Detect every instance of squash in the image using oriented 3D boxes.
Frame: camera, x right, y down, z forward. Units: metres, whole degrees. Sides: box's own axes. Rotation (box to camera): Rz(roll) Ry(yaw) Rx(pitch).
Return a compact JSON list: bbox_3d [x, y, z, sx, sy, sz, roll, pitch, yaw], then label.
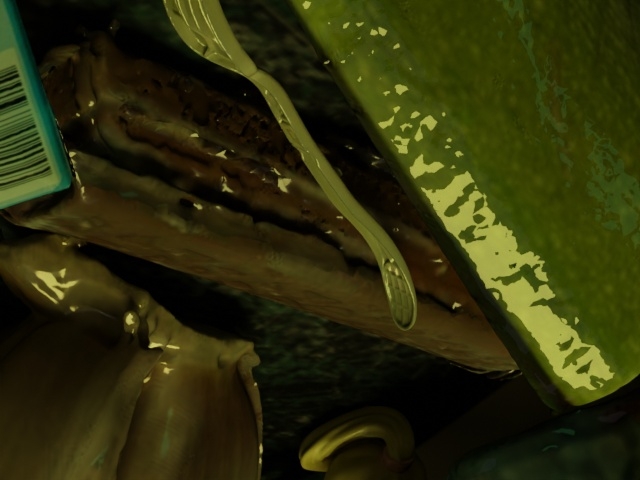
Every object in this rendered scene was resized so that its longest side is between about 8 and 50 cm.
[{"bbox_3d":[0.072,-0.086,0.561,0.093,0.169,0.252,-25,109,27],"label":"squash"}]

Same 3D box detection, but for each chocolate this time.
[{"bbox_3d":[0.003,0.004,0.657,0.329,0.065,0.102,22,140,-37],"label":"chocolate"}]

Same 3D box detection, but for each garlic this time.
[{"bbox_3d":[-0.117,0.142,0.718,0.210,0.292,0.237,15,-176,-17],"label":"garlic"}]

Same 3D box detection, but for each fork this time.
[{"bbox_3d":[-0.010,-0.036,0.568,0.034,0.028,0.219,19,150,42],"label":"fork"}]

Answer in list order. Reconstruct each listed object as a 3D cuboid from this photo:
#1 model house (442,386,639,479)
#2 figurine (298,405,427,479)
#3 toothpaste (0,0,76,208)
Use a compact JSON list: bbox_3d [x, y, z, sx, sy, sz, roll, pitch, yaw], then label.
[{"bbox_3d":[0.200,0.300,0.833,0.297,0.339,0.360,-14,150,-10],"label":"model house"},{"bbox_3d":[-0.004,0.153,0.909,0.083,0.083,0.187,21,153,-34],"label":"figurine"},{"bbox_3d":[-0.133,-0.109,0.425,0.065,0.050,0.266,-17,140,-7],"label":"toothpaste"}]
